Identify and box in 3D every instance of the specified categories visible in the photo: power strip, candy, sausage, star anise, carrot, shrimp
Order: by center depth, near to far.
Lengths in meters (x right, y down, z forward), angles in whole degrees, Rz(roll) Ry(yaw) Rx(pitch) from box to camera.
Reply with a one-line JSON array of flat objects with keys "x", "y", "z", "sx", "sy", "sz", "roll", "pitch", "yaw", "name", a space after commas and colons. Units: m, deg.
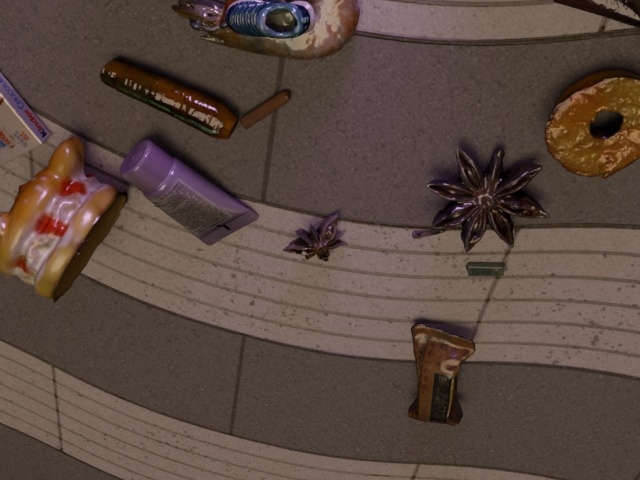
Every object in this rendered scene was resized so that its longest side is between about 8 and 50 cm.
[{"x": -0.093, "y": -0.389, "z": 1.267, "sx": 0.317, "sy": 0.077, "sz": 0.168, "roll": 8, "pitch": 119, "yaw": 3, "name": "shrimp"}, {"x": 0.287, "y": -0.072, "z": 1.407, "sx": 0.262, "sy": 0.081, "sz": 0.230, "roll": -28, "pitch": 117, "yaw": 19, "name": "star anise"}, {"x": -0.100, "y": -0.241, "z": 1.409, "sx": 0.116, "sy": 0.026, "sz": 0.026, "roll": -27, "pitch": 117, "yaw": 30, "name": "sausage"}, {"x": -0.277, "y": -0.262, "z": 1.414, "sx": 0.260, "sy": 0.070, "sz": 0.070, "roll": 24, "pitch": 130, "yaw": -3, "name": "carrot"}, {"x": 0.334, "y": 0.058, "z": 1.542, "sx": 0.083, "sy": 0.017, "sz": 0.027, "roll": 0, "pitch": 129, "yaw": 16, "name": "power strip"}, {"x": 0.002, "y": -0.008, "z": 1.552, "sx": 0.124, "sy": 0.056, "sz": 0.129, "roll": 14, "pitch": 130, "yaw": -30, "name": "star anise"}, {"x": 0.267, "y": 0.301, "z": 1.704, "sx": 0.143, "sy": 0.101, "sz": 0.271, "roll": 8, "pitch": 123, "yaw": 15, "name": "candy"}]

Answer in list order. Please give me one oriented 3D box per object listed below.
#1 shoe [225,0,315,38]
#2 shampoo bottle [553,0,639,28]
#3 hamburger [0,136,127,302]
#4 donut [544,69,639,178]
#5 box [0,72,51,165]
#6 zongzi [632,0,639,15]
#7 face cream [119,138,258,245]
[{"x": -0.082, "y": -0.346, "z": 1.208, "sx": 0.143, "sy": 0.071, "sz": 0.064, "roll": 3, "pitch": 116, "yaw": 7, "name": "shoe"}, {"x": 0.469, "y": -0.354, "z": 1.145, "sx": 0.236, "sy": 0.067, "sz": 0.068, "roll": 15, "pitch": 122, "yaw": 2, "name": "shampoo bottle"}, {"x": -0.526, "y": -0.046, "z": 1.537, "sx": 0.186, "sy": 0.261, "sz": 0.302, "roll": 35, "pitch": 110, "yaw": -9, "name": "hamburger"}, {"x": 0.466, "y": -0.200, "z": 1.267, "sx": 0.174, "sy": 0.074, "sz": 0.190, "roll": 34, "pitch": 124, "yaw": -11, "name": "donut"}, {"x": -0.724, "y": -0.263, "z": 1.537, "sx": 0.265, "sy": 0.048, "sz": 0.273, "roll": -18, "pitch": 120, "yaw": 26, "name": "box"}, {"x": 0.307, "y": -0.462, "z": 0.985, "sx": 0.500, "sy": 0.218, "sz": 0.467, "roll": 10, "pitch": 123, "yaw": 3, "name": "zongzi"}, {"x": -0.269, "y": -0.089, "z": 1.543, "sx": 0.154, "sy": 0.096, "sz": 0.274, "roll": -29, "pitch": 129, "yaw": 28, "name": "face cream"}]
